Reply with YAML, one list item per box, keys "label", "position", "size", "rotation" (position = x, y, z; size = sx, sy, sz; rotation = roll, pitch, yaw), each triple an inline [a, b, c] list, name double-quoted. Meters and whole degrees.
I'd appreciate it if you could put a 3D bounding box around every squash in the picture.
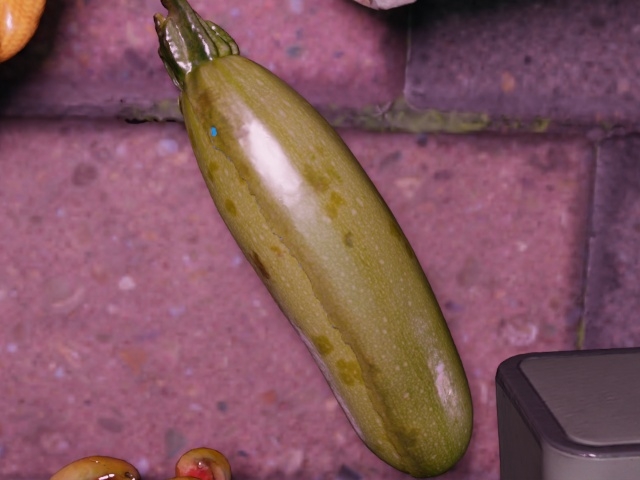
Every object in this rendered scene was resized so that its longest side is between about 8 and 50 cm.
- label: "squash"
  position: [0.000, 0.000, 0.655]
  size: [0.094, 0.094, 0.341]
  rotation: [-30, 101, 1]

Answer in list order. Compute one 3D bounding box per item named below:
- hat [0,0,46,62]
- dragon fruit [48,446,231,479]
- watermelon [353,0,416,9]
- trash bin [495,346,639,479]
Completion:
- label: "hat"
  position: [-0.251, -0.098, 0.568]
  size: [0.233, 0.244, 0.233]
  rotation: [8, 113, 1]
- label: "dragon fruit"
  position: [-0.122, 0.249, 0.611]
  size: [0.269, 0.250, 0.291]
  rotation: [43, 71, -18]
- label: "watermelon"
  position: [0.064, -0.258, 0.582]
  size: [0.302, 0.151, 0.264]
  rotation: [-32, 101, 1]
- label: "trash bin"
  position: [0.230, 0.247, 0.692]
  size: [0.222, 0.158, 0.344]
  rotation: [-3, 106, -4]
